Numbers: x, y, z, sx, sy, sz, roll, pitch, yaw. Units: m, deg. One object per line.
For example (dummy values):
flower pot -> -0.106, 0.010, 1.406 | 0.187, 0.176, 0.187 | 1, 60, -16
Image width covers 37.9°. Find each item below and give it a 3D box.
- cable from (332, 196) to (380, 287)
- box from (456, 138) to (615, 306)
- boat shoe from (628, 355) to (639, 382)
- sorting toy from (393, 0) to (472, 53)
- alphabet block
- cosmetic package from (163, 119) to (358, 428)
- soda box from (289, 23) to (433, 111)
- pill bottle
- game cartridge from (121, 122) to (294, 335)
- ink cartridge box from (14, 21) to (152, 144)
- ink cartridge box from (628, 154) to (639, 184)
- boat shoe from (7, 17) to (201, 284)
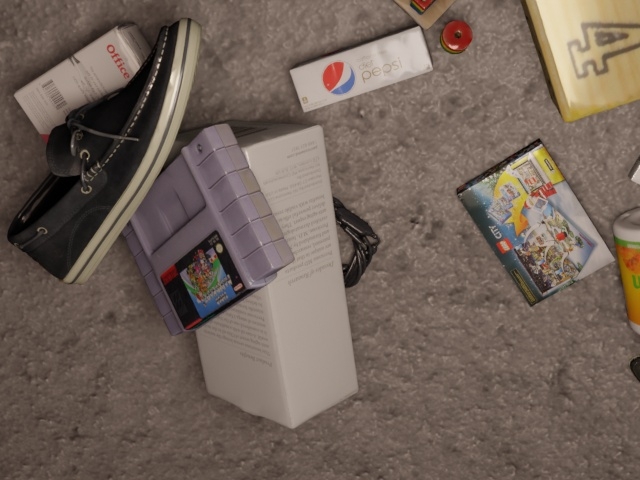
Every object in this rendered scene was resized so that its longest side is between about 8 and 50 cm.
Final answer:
cable -> 0.000, 0.000, 1.588 | 0.184, 0.047, 0.150 | 32, 116, -3
box -> 0.352, -0.027, 1.526 | 0.159, 0.044, 0.233 | -31, 102, 16
boat shoe -> 0.582, 0.248, 1.590 | 0.133, 0.042, 0.049 | 43, 110, -6
sorting toy -> 0.151, -0.415, 1.391 | 0.274, 0.046, 0.132 | 43, 84, 1
alphabet block -> 0.408, -0.307, 1.350 | 0.194, 0.192, 0.197 | -18, 106, 15
cosmetic package -> -0.094, 0.045, 1.497 | 0.230, 0.162, 0.453 | 12, 116, 46
soda box -> 0.066, -0.273, 1.470 | 0.216, 0.069, 0.073 | -17, 105, 12
pill bottle -> 0.553, 0.075, 1.484 | 0.136, 0.136, 0.245 | -12, 106, 11
game cartridge -> -0.188, 0.001, 1.411 | 0.355, 0.068, 0.230 | -34, 77, 52
ink cartridge box -> -0.360, -0.235, 1.528 | 0.218, 0.092, 0.158 | -27, 103, 17
ink cartridge box -> 0.558, -0.102, 1.482 | 0.115, 0.029, 0.062 | 25, 109, -1
boat shoe -> -0.331, -0.135, 1.415 | 0.156, 0.186, 0.500 | 27, 122, -21
